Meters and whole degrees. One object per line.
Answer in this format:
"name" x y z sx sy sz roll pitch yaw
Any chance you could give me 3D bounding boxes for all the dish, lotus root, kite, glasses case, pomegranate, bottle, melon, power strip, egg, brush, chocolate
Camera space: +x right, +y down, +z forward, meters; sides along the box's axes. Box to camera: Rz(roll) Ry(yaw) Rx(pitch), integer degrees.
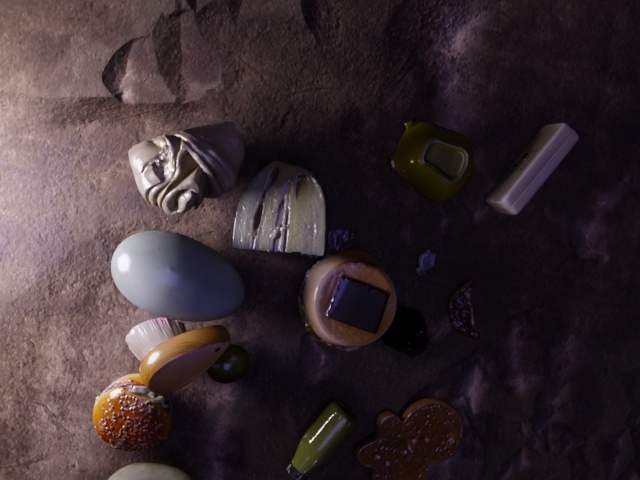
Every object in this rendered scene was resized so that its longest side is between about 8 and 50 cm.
"dish" 0.352 -0.243 1.770 0.262 0.108 0.221 26 90 -12
"lotus root" -0.102 -0.095 1.693 0.266 0.149 0.261 4 91 9
"kite" 0.000 0.000 1.784 0.232 0.009 0.189 -4 97 -9
"glasses case" 0.643 -0.218 1.810 0.070 0.131 0.313 40 89 -12
"pomegranate" -0.272 0.353 1.726 0.130 0.130 0.130 -1 96 -10
"bottle" -0.001 0.617 1.798 0.112 0.112 0.260 39 89 -11
"melon" -0.468 0.759 1.665 0.308 0.272 0.272 44 87 6
"power strip" 0.327 0.071 1.836 0.055 0.035 0.083 32 88 -12
"egg" -0.383 0.104 1.618 0.370 0.230 0.230 23 92 -17
"brush" -0.389 0.290 1.650 0.266 0.166 0.174 -28 145 -9
"chocolate" 0.270 0.301 1.820 0.156 0.156 0.133 -36 128 -4

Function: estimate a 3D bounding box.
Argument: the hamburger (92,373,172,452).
"hamburger" -0.530 0.489 1.676 0.236 0.147 0.237 -1 98 -7

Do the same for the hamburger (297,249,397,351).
"hamburger" 0.080 0.172 1.738 0.301 0.170 0.302 -1 94 -14

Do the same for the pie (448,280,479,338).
"pie" 0.448 0.222 1.875 0.088 0.033 0.191 -8 99 7

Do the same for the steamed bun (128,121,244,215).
"steamed bun" -0.343 -0.182 1.571 0.288 0.276 0.204 -15 94 -14

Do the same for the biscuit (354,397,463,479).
"biscuit" 0.287 0.641 1.882 0.354 0.052 0.275 -34 101 -6
